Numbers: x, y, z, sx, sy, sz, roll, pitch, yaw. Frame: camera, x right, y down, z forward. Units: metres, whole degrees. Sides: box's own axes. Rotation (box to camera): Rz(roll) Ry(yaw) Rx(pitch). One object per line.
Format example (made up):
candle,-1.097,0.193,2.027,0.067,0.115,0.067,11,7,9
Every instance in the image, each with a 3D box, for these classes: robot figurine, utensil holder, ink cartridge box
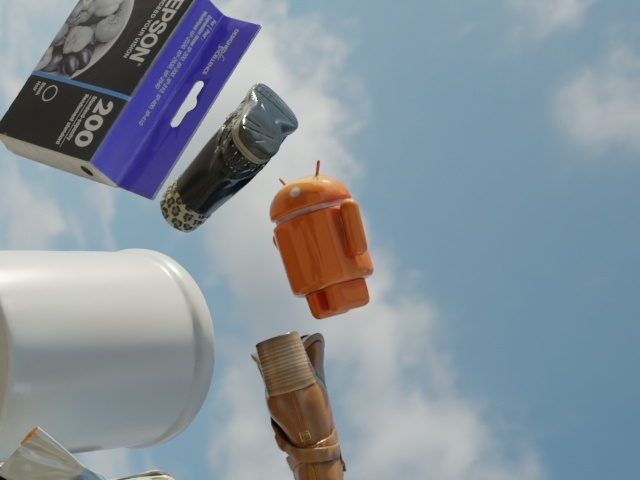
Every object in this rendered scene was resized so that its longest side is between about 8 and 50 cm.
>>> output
robot figurine,-0.002,0.001,1.769,0.158,0.128,0.219,102,-28,-84
utensil holder,-0.409,0.174,1.856,0.327,0.385,0.328,-1,-91,38
ink cartridge box,-0.189,-0.155,1.177,0.208,0.045,0.206,18,-109,35

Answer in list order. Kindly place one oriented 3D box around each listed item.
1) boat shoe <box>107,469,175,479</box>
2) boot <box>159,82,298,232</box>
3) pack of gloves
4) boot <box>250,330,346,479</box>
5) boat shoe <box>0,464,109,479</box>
boat shoe,-0.260,0.345,1.650,0.043,0.137,0.049,11,-69,57
boot,-0.125,-0.115,1.662,0.085,0.236,0.178,44,-69,-10
pack of gloves,-0.372,0.380,1.656,0.232,0.195,0.046,47,-5,-29
boot,-0.016,0.242,1.698,0.283,0.109,0.220,100,-27,-82
boat shoe,-0.442,0.404,1.964,0.070,0.219,0.078,141,-46,-78
